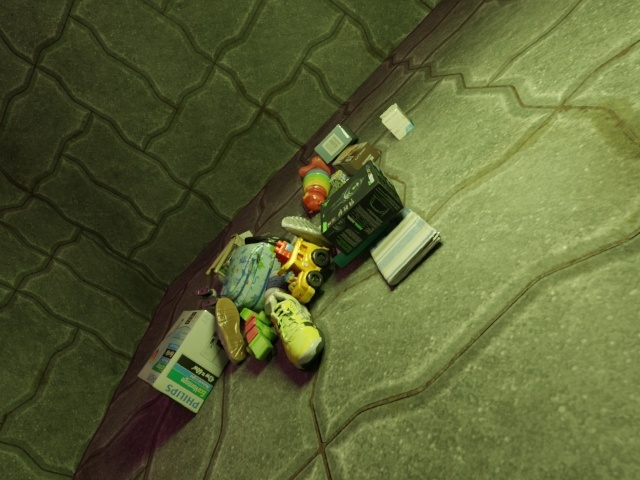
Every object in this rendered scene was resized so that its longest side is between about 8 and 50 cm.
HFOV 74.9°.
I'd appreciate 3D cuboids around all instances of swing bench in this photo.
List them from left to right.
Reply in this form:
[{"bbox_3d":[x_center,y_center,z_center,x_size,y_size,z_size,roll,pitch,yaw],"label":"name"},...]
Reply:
[{"bbox_3d":[-0.389,0.133,2.110,0.165,0.253,0.255,-13,42,58],"label":"swing bench"}]

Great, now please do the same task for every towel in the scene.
[{"bbox_3d":[0.254,0.011,1.315,0.209,0.034,0.285,-48,18,11],"label":"towel"}]

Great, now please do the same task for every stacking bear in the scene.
[{"bbox_3d":[-0.026,-0.274,2.223,0.175,0.164,0.289,-33,37,36],"label":"stacking bear"}]

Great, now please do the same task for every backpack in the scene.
[{"bbox_3d":[-0.307,0.156,1.909,0.290,0.273,0.356,-4,79,53],"label":"backpack"}]

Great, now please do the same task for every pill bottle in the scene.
[{"bbox_3d":[-0.173,0.218,1.715,0.112,0.112,0.187,-39,22,25],"label":"pill bottle"}]

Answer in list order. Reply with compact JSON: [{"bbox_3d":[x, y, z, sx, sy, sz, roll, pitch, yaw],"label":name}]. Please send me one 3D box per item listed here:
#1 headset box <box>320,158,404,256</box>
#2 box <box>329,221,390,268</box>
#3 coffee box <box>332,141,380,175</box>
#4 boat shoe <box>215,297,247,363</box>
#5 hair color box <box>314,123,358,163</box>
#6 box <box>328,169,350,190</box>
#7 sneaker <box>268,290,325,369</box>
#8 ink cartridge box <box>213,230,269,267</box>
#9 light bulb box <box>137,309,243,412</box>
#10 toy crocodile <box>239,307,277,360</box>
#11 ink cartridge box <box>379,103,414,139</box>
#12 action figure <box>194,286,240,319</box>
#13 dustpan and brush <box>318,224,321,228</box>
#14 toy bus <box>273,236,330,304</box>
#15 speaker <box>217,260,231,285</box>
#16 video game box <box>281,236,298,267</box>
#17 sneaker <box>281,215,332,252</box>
[{"bbox_3d":[0.127,-0.113,1.476,0.283,0.131,0.246,-42,21,20],"label":"headset box"},{"bbox_3d":[0.143,-0.014,1.544,0.244,0.060,0.100,-44,21,16],"label":"box"},{"bbox_3d":[0.175,-0.408,2.118,0.141,0.098,0.246,-51,20,-5],"label":"coffee box"},{"bbox_3d":[-0.386,0.378,1.739,0.096,0.098,0.277,-47,54,47],"label":"boat shoe"},{"bbox_3d":[0.098,-0.548,2.360,0.185,0.113,0.374,-42,3,17],"label":"hair color box"},{"bbox_3d":[0.118,-0.223,1.809,0.059,0.169,0.054,-29,27,42],"label":"box"},{"bbox_3d":[-0.101,0.291,1.389,0.145,0.147,0.384,-48,21,-2],"label":"sneaker"},{"bbox_3d":[-0.472,0.044,2.486,0.261,0.066,0.296,-29,-10,-48],"label":"ink cartridge box"},{"bbox_3d":[-0.587,0.524,1.870,0.358,0.225,0.361,-17,37,55],"label":"light bulb box"},{"bbox_3d":[-0.250,0.358,1.638,0.115,0.105,0.340,-48,21,3],"label":"toy crocodile"},{"bbox_3d":[0.355,-0.562,1.956,0.092,0.143,0.090,-38,23,27],"label":"ink cartridge box"},{"bbox_3d":[-0.462,0.306,1.971,0.099,0.285,0.185,-29,56,8],"label":"action figure"},{"bbox_3d":[0.000,0.000,1.842,0.211,0.060,0.147,-37,33,14],"label":"dustpan and brush"},{"bbox_3d":[-0.092,0.100,1.574,0.149,0.211,0.220,-45,22,52],"label":"toy bus"},{"bbox_3d":[-0.469,0.151,2.429,0.296,0.131,0.131,-40,22,24],"label":"speaker"},{"bbox_3d":[-0.114,0.077,1.888,0.187,0.048,0.205,-59,20,5],"label":"video game box"},{"bbox_3d":[-0.046,-0.004,1.654,0.115,0.281,0.105,-54,38,15],"label":"sneaker"}]
